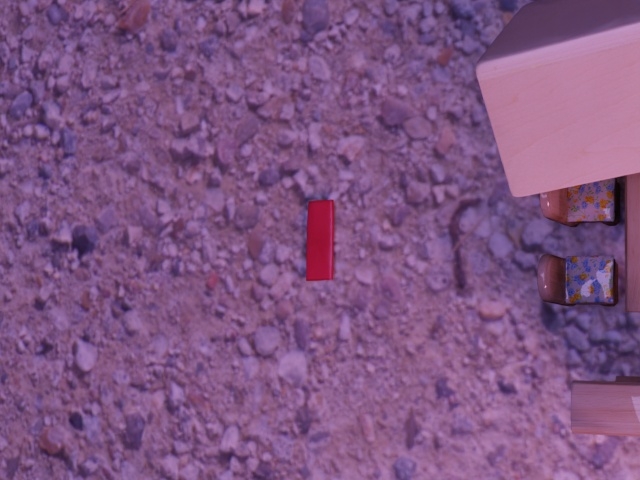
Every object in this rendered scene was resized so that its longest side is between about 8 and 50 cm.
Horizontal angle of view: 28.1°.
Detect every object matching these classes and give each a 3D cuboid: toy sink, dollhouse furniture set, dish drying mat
[{"bbox_3d":[0.246,-0.141,1.121,0.152,0.234,0.131,-12,108,23],"label":"toy sink"},{"bbox_3d":[0.287,0.042,1.076,0.212,0.161,0.242,-2,83,28],"label":"dollhouse furniture set"},{"bbox_3d":[0.000,0.000,1.321,0.032,0.008,0.083,-3,84,28],"label":"dish drying mat"}]
